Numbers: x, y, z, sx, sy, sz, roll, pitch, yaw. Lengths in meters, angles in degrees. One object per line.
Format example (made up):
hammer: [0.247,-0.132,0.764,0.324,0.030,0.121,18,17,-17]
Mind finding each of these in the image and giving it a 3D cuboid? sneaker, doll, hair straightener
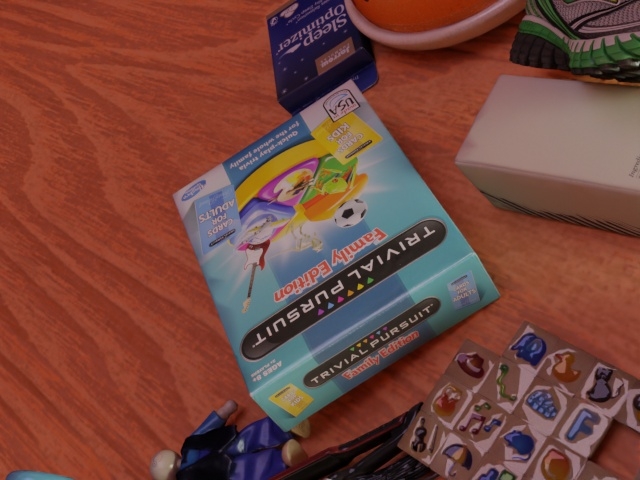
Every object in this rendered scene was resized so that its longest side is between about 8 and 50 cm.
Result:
sneaker: [0.271,-0.216,0.925,0.343,0.134,0.146,-139,53,-67]
doll: [-0.099,0.223,1.086,0.189,0.046,0.129,-19,48,26]
hair straightener: [0.047,0.225,0.968,0.230,0.047,0.089,-29,52,16]

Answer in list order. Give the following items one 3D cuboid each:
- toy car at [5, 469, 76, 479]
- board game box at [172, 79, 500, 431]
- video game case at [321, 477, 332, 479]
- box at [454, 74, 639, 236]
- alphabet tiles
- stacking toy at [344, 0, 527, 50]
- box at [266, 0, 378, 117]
toy car: [-0.180,0.342,0.969,0.237,0.210,0.219,-4,68,25]
board game box: [0.000,0.000,1.109,0.253,0.079,0.336,-33,43,4]
video game case: [0.090,0.321,0.695,0.061,0.244,0.270,-38,42,15]
box: [0.268,-0.074,0.948,0.275,0.094,0.113,17,72,47]
alphabet tiles: [0.182,0.181,0.870,0.237,0.009,0.198,28,80,40]
stacking toy: [0.063,-0.475,1.133,0.350,0.480,0.351,-23,47,27]
box: [-0.001,-0.257,1.368,0.136,0.036,0.225,-30,46,22]
